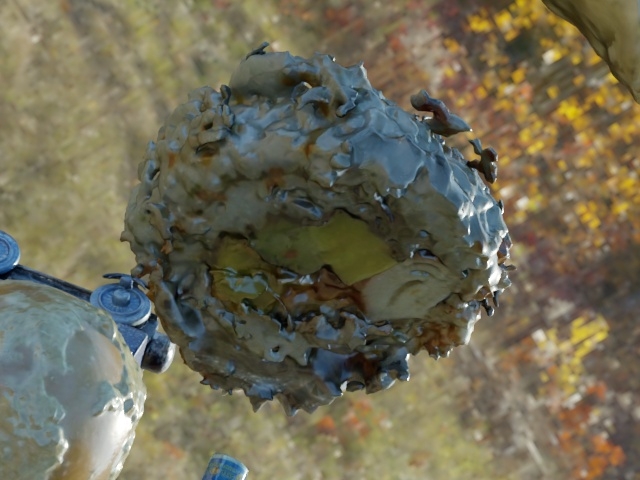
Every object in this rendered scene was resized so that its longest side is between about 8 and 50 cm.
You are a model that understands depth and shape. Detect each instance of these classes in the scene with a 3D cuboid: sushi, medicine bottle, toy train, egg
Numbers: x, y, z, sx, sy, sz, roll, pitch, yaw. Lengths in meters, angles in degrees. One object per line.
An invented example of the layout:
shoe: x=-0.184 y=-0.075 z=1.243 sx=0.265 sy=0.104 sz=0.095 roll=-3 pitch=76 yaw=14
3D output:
sushi: x=0.000 y=-0.003 z=1.476 sx=0.417 sy=0.417 sz=0.176 roll=54 pitch=28 yaw=-35
medicine bottle: x=-0.139 y=0.338 z=1.686 sx=0.051 sy=0.051 sz=0.191 roll=54 pitch=45 yaw=-36
toy train: x=-0.317 y=0.107 z=1.587 sx=0.202 sy=0.299 sz=0.131 roll=-64 pitch=171 yaw=-56
egg: x=-0.254 y=0.134 z=1.132 sx=0.203 sy=0.245 sz=0.203 roll=49 pitch=24 yaw=-31

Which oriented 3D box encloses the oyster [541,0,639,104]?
oyster: x=0.069 y=-0.220 z=0.500 sx=0.166 sy=0.110 sz=0.341 roll=-81 pitch=159 yaw=-71
